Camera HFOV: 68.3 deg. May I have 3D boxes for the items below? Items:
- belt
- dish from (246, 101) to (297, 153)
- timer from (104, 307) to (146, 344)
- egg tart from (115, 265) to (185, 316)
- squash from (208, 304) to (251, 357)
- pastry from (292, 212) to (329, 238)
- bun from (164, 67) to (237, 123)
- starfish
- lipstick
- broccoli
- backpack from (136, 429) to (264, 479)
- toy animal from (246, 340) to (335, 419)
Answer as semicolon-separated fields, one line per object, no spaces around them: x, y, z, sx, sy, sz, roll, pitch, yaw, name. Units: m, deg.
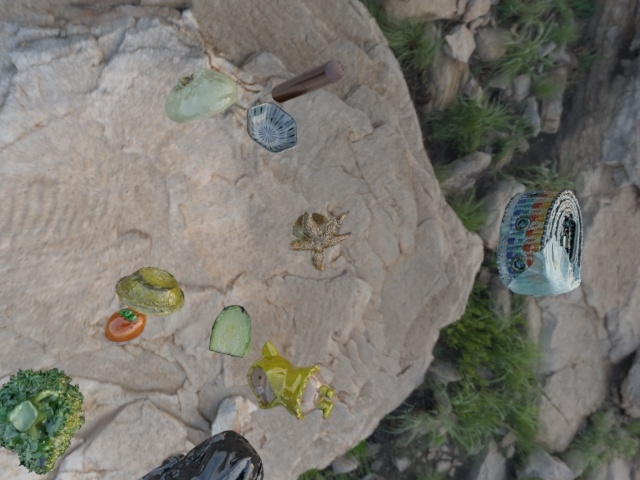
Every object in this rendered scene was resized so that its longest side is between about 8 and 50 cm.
0.522;0.007;1.114;0.207;0.150;0.258;21;76;-38;belt
-0.169;-0.356;1.550;0.190;0.066;0.191;11;65;-25;dish
-0.615;0.259;1.491;0.099;0.136;0.136;33;79;17;timer
-0.444;0.126;1.254;0.191;0.191;0.074;18;106;-24;egg tart
-0.307;0.337;1.751;0.085;0.192;0.184;32;67;-54;squash
-0.032;-0.047;1.805;0.153;0.153;0.081;-10;126;-22;pastry
-0.353;-0.427;1.364;0.222;0.222;0.127;-27;119;-19;bun
0.001;0.001;1.406;0.227;0.043;0.240;-25;134;-22;starfish
-0.046;-0.423;1.278;0.057;0.356;0.057;-4;99;-27;lipstick
-0.568;0.350;0.924;0.194;0.194;0.220;-18;78;-21;broccoli
-0.154;0.307;0.580;0.165;0.106;0.120;-37;149;-24;backpack
-0.071;0.360;1.179;0.156;0.229;0.156;-43;144;-43;toy animal
